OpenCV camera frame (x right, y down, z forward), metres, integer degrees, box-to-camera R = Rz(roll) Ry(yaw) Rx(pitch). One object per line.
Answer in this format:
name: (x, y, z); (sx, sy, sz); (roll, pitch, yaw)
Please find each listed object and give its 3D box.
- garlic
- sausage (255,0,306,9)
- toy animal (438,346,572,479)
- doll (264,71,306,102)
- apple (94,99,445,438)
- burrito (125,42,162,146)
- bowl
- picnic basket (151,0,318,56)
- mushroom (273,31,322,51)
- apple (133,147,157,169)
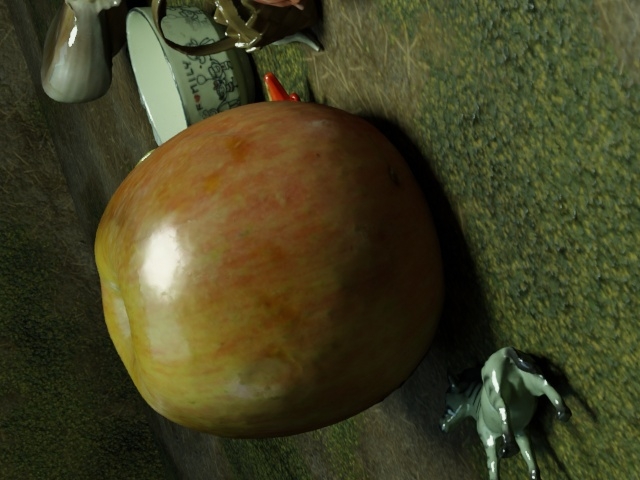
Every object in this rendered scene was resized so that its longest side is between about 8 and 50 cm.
garlic: (-0.382, -0.356, 2.210); (0.325, 0.132, 0.279); (130, 158, -65)
sausage: (-0.070, -0.349, 1.411); (0.148, 0.148, 0.254); (99, 151, -57)
toy animal: (0.184, 0.166, 1.371); (0.217, 0.073, 0.176); (100, 159, -51)
doll: (-0.019, -0.126, 1.652); (0.109, 0.057, 0.169); (40, 164, 29)
apple: (-0.068, 0.039, 1.489); (0.391, 0.346, 0.391); (52, 157, 34)
burrito: (-0.274, -0.247, 2.232); (0.203, 0.064, 0.064); (69, 162, 4)
bowl: (-0.172, -0.226, 1.859); (0.238, 0.126, 0.237); (55, 158, 36)
picnic basket: (-0.104, -0.275, 1.520); (0.138, 0.178, 0.128); (50, 155, 45)
mushroom: (-0.080, -0.297, 1.667); (0.306, 0.043, 0.068); (53, 176, 36)
apple: (-0.107, 0.019, 1.765); (0.346, 0.179, 0.254); (45, 154, 6)
